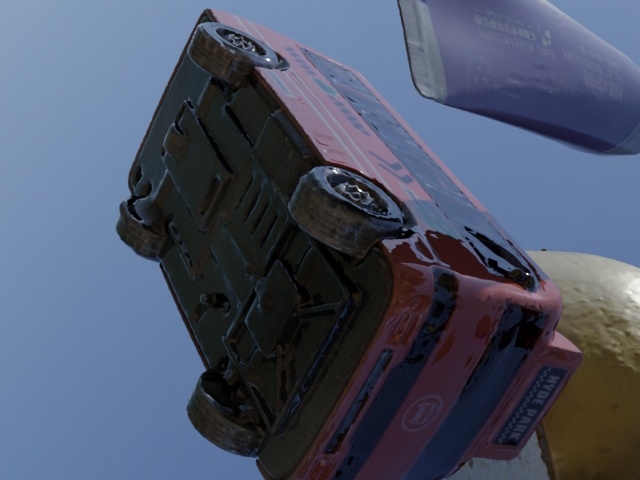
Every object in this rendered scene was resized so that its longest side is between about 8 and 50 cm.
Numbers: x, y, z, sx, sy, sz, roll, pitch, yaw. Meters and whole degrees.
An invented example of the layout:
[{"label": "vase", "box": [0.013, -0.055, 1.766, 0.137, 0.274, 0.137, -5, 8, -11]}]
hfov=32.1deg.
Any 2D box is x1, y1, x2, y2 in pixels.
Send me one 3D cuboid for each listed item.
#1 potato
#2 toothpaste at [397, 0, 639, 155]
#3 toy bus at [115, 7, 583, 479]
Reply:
[{"label": "potato", "box": [0.324, 0.204, 1.295, 0.442, 0.319, 0.385, -111, -166, -60]}, {"label": "toothpaste", "box": [0.145, -0.121, 0.747, 0.080, 0.371, 0.125, -16, -103, 29]}, {"label": "toy bus", "box": [0.000, 0.000, 0.866, 0.203, 0.233, 0.427, -62, -145, 22]}]
